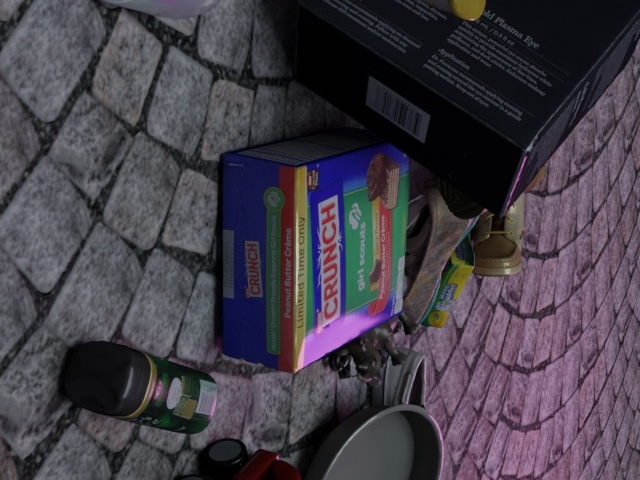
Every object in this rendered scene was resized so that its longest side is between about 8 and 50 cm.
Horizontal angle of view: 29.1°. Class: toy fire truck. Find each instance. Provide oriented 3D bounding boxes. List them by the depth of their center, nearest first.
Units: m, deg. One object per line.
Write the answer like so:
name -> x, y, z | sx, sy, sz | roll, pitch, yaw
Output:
toy fire truck -> -0.073, 0.352, 1.514 | 0.217, 0.246, 0.158 | -42, 135, -47

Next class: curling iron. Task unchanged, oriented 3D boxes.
curling iron -> -0.006, 0.160, 1.777 | 0.274, 0.035, 0.068 | 17, 66, -61

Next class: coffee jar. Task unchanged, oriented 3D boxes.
coffee jar -> -0.200, 0.166, 1.383 | 0.184, 0.096, 0.079 | 32, 69, -59

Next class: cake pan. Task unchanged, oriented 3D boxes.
cake pan -> 0.076, 0.382, 1.918 | 0.293, 0.054, 0.293 | -21, 122, -38

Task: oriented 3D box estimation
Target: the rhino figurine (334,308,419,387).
rhino figurine -> 0.078, 0.141, 1.834 | 0.106, 0.073, 0.243 | 57, 26, -15

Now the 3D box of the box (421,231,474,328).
box -> 0.202, 0.046, 1.992 | 0.105, 0.043, 0.179 | -95, -160, -44

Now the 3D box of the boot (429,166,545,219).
boot -> 0.224, -0.159, 1.800 | 0.269, 0.089, 0.236 | -30, 102, -58

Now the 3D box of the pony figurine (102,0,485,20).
pony figurine -> -0.045, -0.346, 1.294 | 0.351, 0.363, 0.302 | 18, 91, -45

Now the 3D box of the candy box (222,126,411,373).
candy box -> 0.000, 0.000, 1.652 | 0.317, 0.122, 0.268 | -21, 116, -57

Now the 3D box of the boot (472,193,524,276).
boot -> 0.318, -0.058, 2.186 | 0.262, 0.095, 0.203 | -54, 145, -67

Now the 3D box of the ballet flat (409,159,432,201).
ballet flat -> 0.195, -0.173, 1.930 | 0.400, 0.139, 0.139 | -52, 142, -39

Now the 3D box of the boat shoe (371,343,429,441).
boat shoe -> 0.140, 0.297, 2.039 | 0.096, 0.088, 0.267 | -27, 123, -55

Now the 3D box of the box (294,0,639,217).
box -> 0.195, -0.264, 1.584 | 0.312, 0.343, 0.179 | -48, 165, -21

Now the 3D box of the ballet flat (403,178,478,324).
ballet flat -> 0.147, 0.016, 1.916 | 0.107, 0.106, 0.316 | -102, -155, -45
